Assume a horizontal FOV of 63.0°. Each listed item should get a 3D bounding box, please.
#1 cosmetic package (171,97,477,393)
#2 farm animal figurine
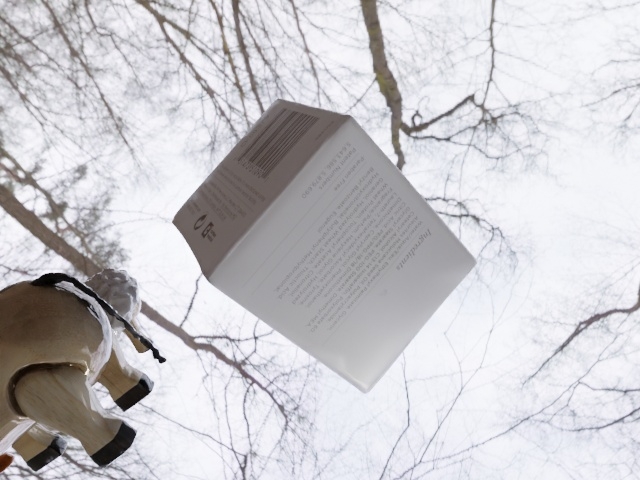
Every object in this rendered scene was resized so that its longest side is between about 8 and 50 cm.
[{"bbox_3d":[0.000,0.000,0.452,0.151,0.183,0.151,-49,-150,-2],"label":"cosmetic package"},{"bbox_3d":[-0.274,0.139,0.358,0.326,0.172,0.330,-40,-162,-11],"label":"farm animal figurine"}]
